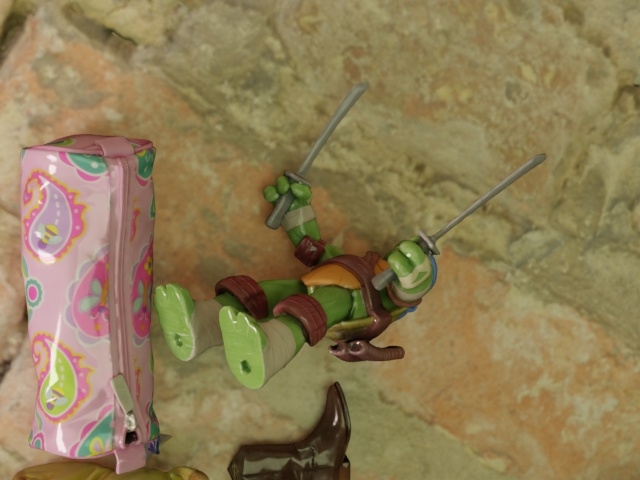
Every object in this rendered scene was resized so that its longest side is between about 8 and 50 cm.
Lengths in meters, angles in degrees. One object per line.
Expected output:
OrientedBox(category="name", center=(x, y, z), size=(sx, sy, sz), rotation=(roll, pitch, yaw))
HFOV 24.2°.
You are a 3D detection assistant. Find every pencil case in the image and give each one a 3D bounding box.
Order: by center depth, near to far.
OrientedBox(category="pencil case", center=(-0.194, 0.051, 1.277), size=(0.124, 0.124, 0.284), rotation=(-2, 96, -16))

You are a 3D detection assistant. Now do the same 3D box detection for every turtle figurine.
OrientedBox(category="turtle figurine", center=(0.000, 0.000, 1.276), size=(0.266, 0.274, 0.198), rotation=(-26, 62, -38))

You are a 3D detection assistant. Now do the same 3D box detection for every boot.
OrientedBox(category="boot", center=(-0.030, 0.188, 1.392), size=(0.114, 0.037, 0.106), rotation=(-4, 96, -12))

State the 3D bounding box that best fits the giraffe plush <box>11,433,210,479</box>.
OrientedBox(category="giraffe plush", center=(-0.186, 0.291, 1.310), size=(0.210, 0.181, 0.170), rotation=(-28, 119, -47))
